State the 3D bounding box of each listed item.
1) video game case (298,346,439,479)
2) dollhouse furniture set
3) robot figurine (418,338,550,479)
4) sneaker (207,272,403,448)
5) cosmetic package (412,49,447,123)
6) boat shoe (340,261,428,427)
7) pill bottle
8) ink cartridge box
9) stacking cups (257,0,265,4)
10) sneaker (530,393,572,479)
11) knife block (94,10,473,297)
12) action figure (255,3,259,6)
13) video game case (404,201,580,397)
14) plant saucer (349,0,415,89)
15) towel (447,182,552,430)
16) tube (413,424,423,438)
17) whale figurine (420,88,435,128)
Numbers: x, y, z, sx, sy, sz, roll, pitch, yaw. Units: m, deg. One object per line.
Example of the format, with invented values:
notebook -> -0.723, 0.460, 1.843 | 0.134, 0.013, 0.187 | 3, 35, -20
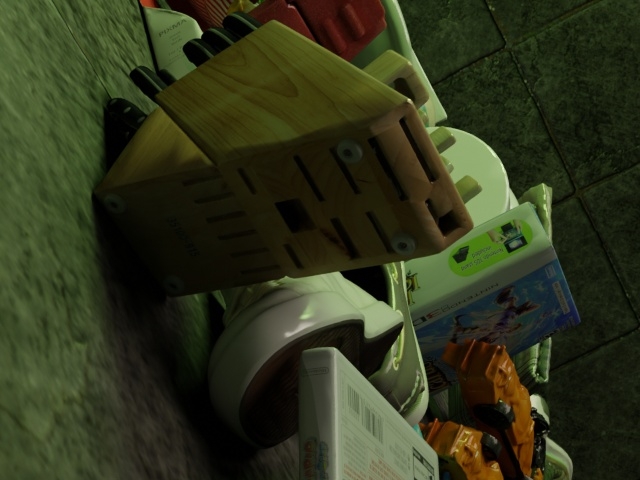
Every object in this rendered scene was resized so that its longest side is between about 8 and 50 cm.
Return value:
video game case -> 0.036, 0.196, 0.677 | 0.227, 0.026, 0.206 | 52, 33, -58
dollhouse furniture set -> -0.003, -0.164, 1.224 | 0.201, 0.152, 0.374 | 45, -7, 47
robot figurine -> 0.184, 0.247, 1.295 | 0.211, 0.085, 0.291 | -59, 145, -29
sneaker -> -0.035, 0.056, 0.762 | 0.123, 0.106, 0.290 | 38, 6, 12
cosmetic package -> 0.075, -0.264, 2.074 | 0.224, 0.225, 0.138 | 63, 5, -3
boat shoe -> 0.027, 0.038, 1.110 | 0.091, 0.109, 0.305 | 62, 9, -51
pill bottle -> 0.157, 0.018, 1.493 | 0.363, 0.210, 0.210 | 71, -4, -65
ink cartridge box -> -0.102, -0.151, 1.112 | 0.181, 0.056, 0.224 | 56, 12, -45
stacking cups -> -0.039, -0.396, 1.965 | 0.096, 0.096, 0.316 | 59, -7, -27
sneaker -> 0.322, 0.406, 1.955 | 0.410, 0.158, 0.182 | 57, 40, -50
knife block -> -0.021, -0.081, 0.730 | 0.088, 0.276, 0.242 | 58, 38, -30
action figure -> -0.075, -0.255, 1.511 | 0.185, 0.099, 0.285 | 46, 12, -36
video game case -> 0.151, 0.084, 1.276 | 0.061, 0.244, 0.269 | 68, 9, 27
plant saucer -> 0.001, -0.275, 1.738 | 0.400, 0.100, 0.400 | 49, -30, 42
towel -> 0.263, 0.110, 1.755 | 0.312, 0.056, 0.324 | 124, -24, -62
tube -> 0.092, 0.228, 1.142 | 0.080, 0.052, 0.207 | -93, 160, -62
whale figurine -> 0.056, -0.224, 1.924 | 0.272, 0.216, 0.141 | 39, 43, 14
